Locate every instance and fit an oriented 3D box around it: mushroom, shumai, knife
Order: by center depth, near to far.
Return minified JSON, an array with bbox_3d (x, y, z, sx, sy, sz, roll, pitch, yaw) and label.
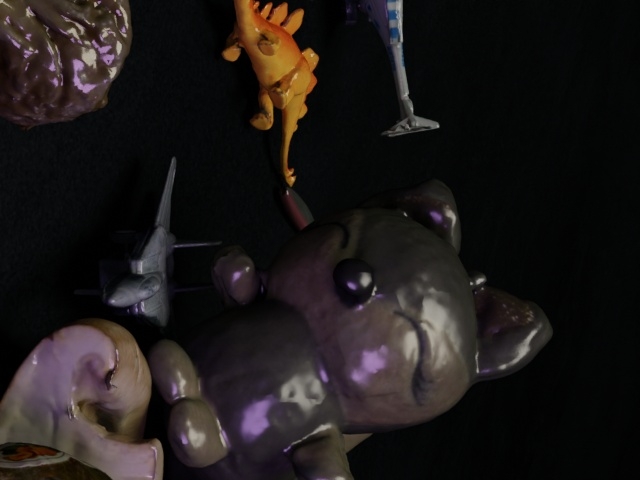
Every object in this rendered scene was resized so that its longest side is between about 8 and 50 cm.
[{"bbox_3d":[-0.256,-0.190,1.539,0.175,0.166,0.206,-2,70,-56],"label":"shumai"},{"bbox_3d":[-0.198,0.185,1.705,0.151,0.156,0.286,-51,149,-68],"label":"mushroom"},{"bbox_3d":[0.000,0.000,2.236,0.247,0.018,0.035,55,41,-56],"label":"knife"}]

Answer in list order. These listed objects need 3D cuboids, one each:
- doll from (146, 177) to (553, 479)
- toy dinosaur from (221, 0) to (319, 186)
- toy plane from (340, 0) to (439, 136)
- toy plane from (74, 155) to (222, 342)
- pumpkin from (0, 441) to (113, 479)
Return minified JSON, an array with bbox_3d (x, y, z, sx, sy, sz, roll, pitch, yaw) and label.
[{"bbox_3d":[0.002,0.107,1.883,0.252,0.382,0.378,63,-15,4],"label":"doll"},{"bbox_3d":[-0.044,-0.184,2.074,0.288,0.070,0.117,70,33,-46],"label":"toy dinosaur"},{"bbox_3d":[0.087,-0.250,2.233,0.273,0.182,0.107,63,-13,8],"label":"toy plane"},{"bbox_3d":[-0.170,0.037,1.781,0.267,0.088,0.212,-24,113,-73],"label":"toy plane"},{"bbox_3d":[-0.256,0.293,1.551,0.260,0.189,0.260,0,90,-35],"label":"pumpkin"}]
